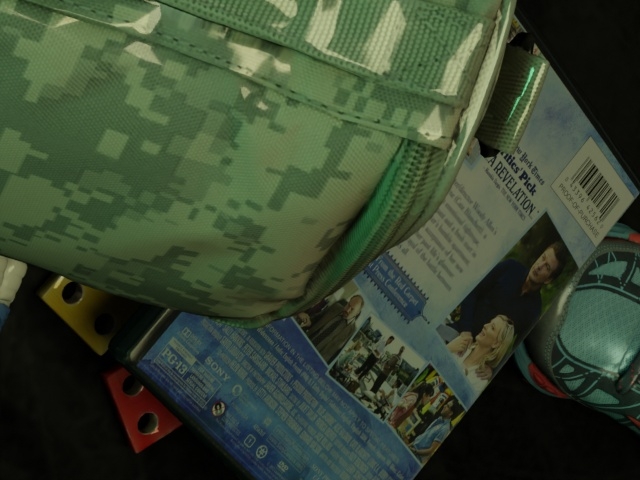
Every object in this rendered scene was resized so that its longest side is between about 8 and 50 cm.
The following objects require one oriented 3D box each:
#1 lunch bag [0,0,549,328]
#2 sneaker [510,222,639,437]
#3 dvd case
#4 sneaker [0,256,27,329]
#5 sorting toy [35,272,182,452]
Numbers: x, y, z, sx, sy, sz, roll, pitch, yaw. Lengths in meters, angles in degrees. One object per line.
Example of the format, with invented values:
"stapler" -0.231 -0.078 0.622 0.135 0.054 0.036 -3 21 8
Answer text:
"lunch bag" -0.096 -0.104 0.607 0.305 0.256 0.212 20 93 -11
"sneaker" 0.211 0.074 1.024 0.262 0.125 0.104 33 85 -38
"dvd case" 0.036 0.009 0.883 0.253 0.022 0.180 -50 126 -12
"sneaker" -0.264 0.049 0.672 0.330 0.130 0.147 7 99 -37
"sorting toy" 0.000 0.000 0.898 0.274 0.046 0.132 -28 120 -25
